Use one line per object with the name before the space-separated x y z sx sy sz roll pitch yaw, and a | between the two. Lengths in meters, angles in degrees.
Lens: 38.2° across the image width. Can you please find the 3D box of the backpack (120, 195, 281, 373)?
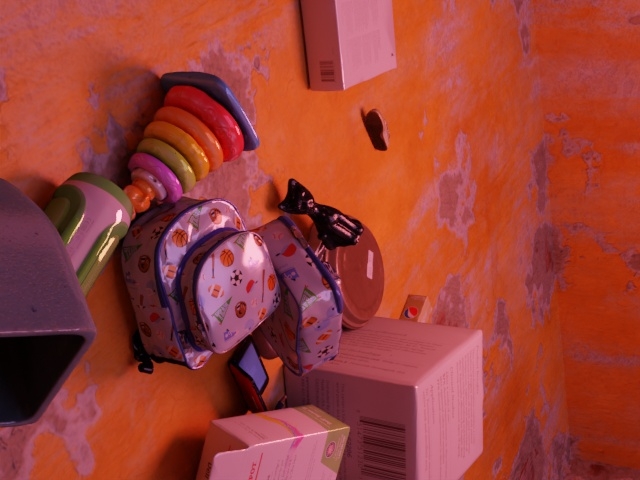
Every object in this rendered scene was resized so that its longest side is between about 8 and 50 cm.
backpack | -0.212 0.060 1.581 0.276 0.213 0.263 -44 120 -46

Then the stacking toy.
stacking toy | -0.256 -0.128 1.542 0.302 0.175 0.166 -53 136 -27

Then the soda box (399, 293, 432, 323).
soda box | 0.251 0.238 2.551 0.181 0.058 0.061 -64 144 -32

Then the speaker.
speaker | -0.385 0.044 1.334 0.296 0.131 0.131 -65 145 -31

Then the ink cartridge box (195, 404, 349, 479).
ink cartridge box | -0.122 0.445 1.773 0.353 0.119 0.207 3 107 -47

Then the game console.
game console | -0.123 0.284 1.876 0.085 0.124 0.144 -35 128 -22

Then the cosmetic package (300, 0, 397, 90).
cosmetic package | 0.062 -0.548 2.076 0.284 0.097 0.377 -32 121 -53

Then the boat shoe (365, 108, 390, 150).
boat shoe | 0.144 -0.284 2.310 0.135 0.050 0.045 73 31 -50

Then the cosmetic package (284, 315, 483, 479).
cosmetic package | 0.160 0.394 2.139 0.394 0.327 0.329 -22 113 -57

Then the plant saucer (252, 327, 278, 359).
plant saucer | -0.089 0.172 1.974 0.168 0.029 0.168 -9 101 -60

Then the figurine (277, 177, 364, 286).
figurine | -0.034 0.004 1.967 0.209 0.092 0.215 35 72 -37

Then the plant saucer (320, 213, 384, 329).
plant saucer | 0.082 0.073 2.203 0.278 0.041 0.278 22 64 -56

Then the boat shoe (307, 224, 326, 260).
boat shoe | 0.000 0.000 2.089 0.038 0.046 0.125 53 52 -49

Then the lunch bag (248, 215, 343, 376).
lunch bag | -0.058 0.101 1.761 0.115 0.243 0.303 -24 148 -20

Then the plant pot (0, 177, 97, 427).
plant pot | -0.438 0.061 1.081 0.248 0.247 0.252 2 54 -35

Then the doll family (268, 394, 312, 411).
doll family | -0.074 0.425 1.977 0.076 0.111 0.193 155 -66 -82
